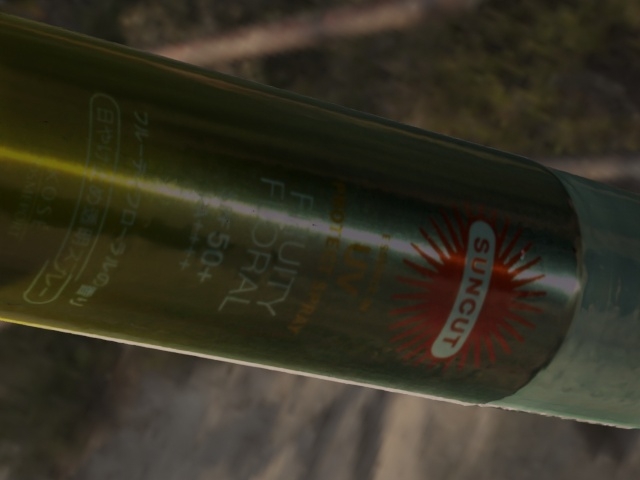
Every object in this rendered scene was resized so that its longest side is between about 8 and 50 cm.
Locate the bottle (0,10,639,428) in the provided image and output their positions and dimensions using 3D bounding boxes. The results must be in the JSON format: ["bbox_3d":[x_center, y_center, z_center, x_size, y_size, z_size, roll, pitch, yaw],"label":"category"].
[{"bbox_3d":[0.000,0.000,0.578,0.082,0.286,0.082,-22,62,50],"label":"bottle"}]
